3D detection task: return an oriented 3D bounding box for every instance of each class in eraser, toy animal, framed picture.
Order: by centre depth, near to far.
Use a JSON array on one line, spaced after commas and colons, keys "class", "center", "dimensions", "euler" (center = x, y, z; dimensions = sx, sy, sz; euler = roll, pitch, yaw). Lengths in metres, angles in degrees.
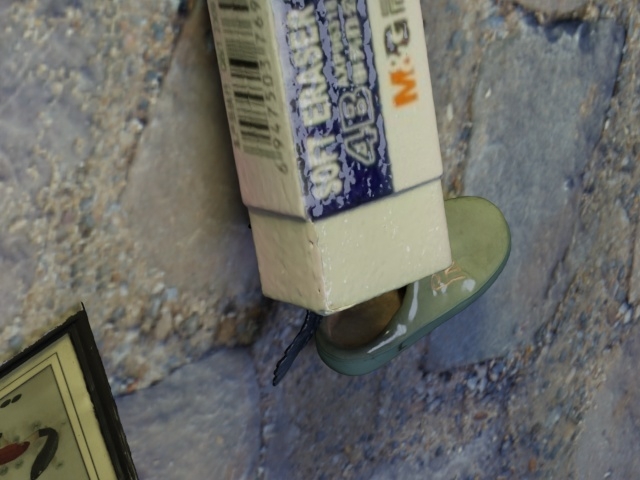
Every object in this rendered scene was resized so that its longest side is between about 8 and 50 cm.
[{"class": "eraser", "center": [0.004, -0.105, 1.112], "dimensions": [0.130, 0.086, 0.287], "euler": [-20, 111, -33]}, {"class": "framed picture", "center": [-0.213, 0.168, 1.140], "dimensions": [0.195, 0.010, 0.199], "euler": [-35, 134, -29]}, {"class": "toy animal", "center": [0.000, 0.000, 1.233], "dimensions": [0.108, 0.062, 0.220], "euler": [35, 78, -50]}]

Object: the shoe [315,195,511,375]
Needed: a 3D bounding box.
[{"class": "shoe", "center": [0.072, 0.024, 1.308], "dimensions": [0.195, 0.079, 0.078], "euler": [-40, 150, -18]}]
